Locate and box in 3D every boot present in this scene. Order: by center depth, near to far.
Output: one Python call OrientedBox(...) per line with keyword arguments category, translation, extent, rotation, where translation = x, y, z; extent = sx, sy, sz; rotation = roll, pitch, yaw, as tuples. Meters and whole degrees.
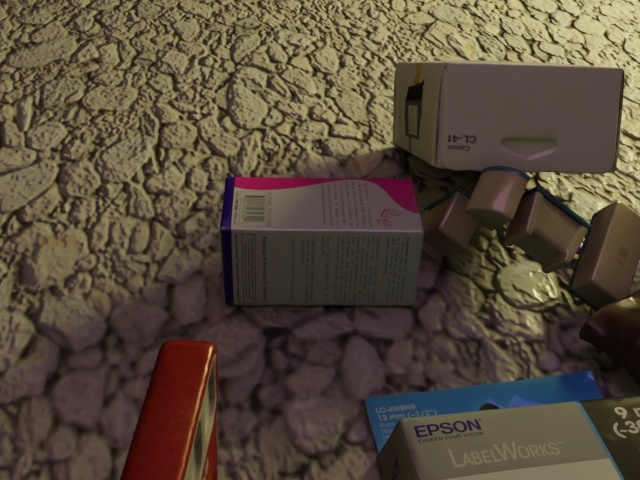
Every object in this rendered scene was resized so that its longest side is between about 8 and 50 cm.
OrientedBox(category="boot", translation=(0.425, 0.103, 0.916), extent=(0.248, 0.090, 0.207), rotation=(-22, 45, -24))

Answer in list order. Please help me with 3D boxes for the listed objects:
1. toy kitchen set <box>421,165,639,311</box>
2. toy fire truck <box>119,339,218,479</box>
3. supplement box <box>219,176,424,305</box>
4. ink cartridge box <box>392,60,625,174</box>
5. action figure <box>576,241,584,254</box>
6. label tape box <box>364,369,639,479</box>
OrientedBox(category="toy kitchen set", translation=(0.247, -0.006, 1.055), extent=(0.207, 0.166, 0.122), rotation=(36, 60, -12))
OrientedBox(category="toy fire truck", translation=(-0.109, 0.245, 0.559), extent=(0.169, 0.253, 0.302), rotation=(5, 37, 3))
OrientedBox(category="supplement box", translation=(0.000, 0.000, 1.013), extent=(0.220, 0.114, 0.111), rotation=(0, 36, -1))
OrientedBox(category="ink cartridge box", translation=(0.228, -0.169, 1.151), extent=(0.226, 0.131, 0.306), rotation=(0, 10, -6))
OrientedBox(category="action figure", translation=(0.326, 0.009, 1.092), extent=(0.115, 0.030, 0.038), rotation=(14, 43, 18))
OrientedBox(category="label tape box", translation=(0.193, 0.215, 0.737), extent=(0.249, 0.115, 0.347), rotation=(-4, 39, -9))
